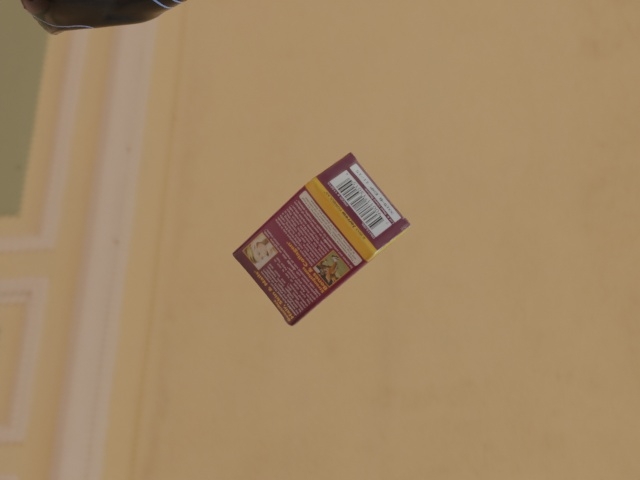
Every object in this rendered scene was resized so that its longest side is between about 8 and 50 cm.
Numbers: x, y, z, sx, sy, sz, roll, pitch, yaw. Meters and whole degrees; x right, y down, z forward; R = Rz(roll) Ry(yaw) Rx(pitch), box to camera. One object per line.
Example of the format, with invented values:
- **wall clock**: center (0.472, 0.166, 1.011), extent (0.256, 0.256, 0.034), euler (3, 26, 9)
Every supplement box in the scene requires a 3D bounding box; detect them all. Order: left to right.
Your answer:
- **supplement box**: center (0.000, 0.000, 0.855), extent (0.055, 0.083, 0.043), euler (51, -139, 2)

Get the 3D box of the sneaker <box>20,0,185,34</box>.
- **sneaker**: center (-0.107, -0.212, 1.126), extent (0.232, 0.090, 0.081), euler (-15, -112, -8)
